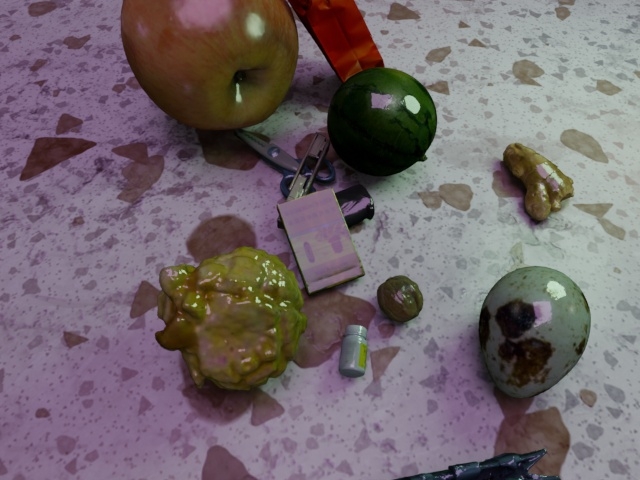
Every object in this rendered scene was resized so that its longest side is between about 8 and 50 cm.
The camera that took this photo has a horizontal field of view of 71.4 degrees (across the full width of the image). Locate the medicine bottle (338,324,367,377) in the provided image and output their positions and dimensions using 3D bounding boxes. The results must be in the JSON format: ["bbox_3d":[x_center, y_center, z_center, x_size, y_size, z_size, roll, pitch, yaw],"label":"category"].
[{"bbox_3d":[0.060,0.197,0.792,0.047,0.047,0.083,8,57,5],"label":"medicine bottle"}]

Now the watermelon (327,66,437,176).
[{"bbox_3d":[0.134,-0.258,0.984,0.242,0.242,0.242,0,56,0],"label":"watermelon"}]

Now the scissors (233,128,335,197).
[{"bbox_3d":[-0.103,-0.194,1.056,0.289,0.041,0.138,35,71,20],"label":"scissors"}]

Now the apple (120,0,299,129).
[{"bbox_3d":[-0.236,-0.435,0.999,0.391,0.391,0.346,-27,70,-17],"label":"apple"}]

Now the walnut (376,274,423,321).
[{"bbox_3d":[0.149,0.109,0.834,0.092,0.092,0.092,0,56,0],"label":"walnut"}]

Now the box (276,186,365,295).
[{"bbox_3d":[0.000,0.000,0.892,0.121,0.030,0.193,-19,80,-8],"label":"box"}]

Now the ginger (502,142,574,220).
[{"bbox_3d":[0.497,-0.145,1.004,0.115,0.081,0.205,-24,63,22],"label":"ginger"}]

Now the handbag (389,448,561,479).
[{"bbox_3d":[0.190,0.342,0.619,0.229,0.179,0.062,-10,57,-5],"label":"handbag"}]

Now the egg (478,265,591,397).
[{"bbox_3d":[0.355,0.152,0.754,0.169,0.169,0.231,21,72,13],"label":"egg"}]

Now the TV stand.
[{"bbox_3d":[-0.036,-0.134,0.983,0.042,0.036,0.249,21,64,3],"label":"TV stand"}]

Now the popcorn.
[{"bbox_3d":[-0.149,0.119,0.747,0.259,0.212,0.259,-1,96,-8],"label":"popcorn"}]

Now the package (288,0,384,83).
[{"bbox_3d":[0.047,-0.507,1.091,0.123,0.423,0.196,-32,51,13],"label":"package"}]

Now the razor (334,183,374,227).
[{"bbox_3d":[0.041,-0.065,0.961,0.148,0.054,0.090,-22,63,-10],"label":"razor"}]
